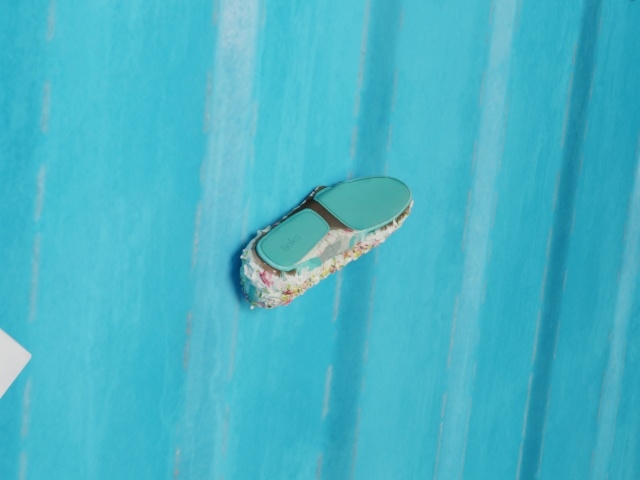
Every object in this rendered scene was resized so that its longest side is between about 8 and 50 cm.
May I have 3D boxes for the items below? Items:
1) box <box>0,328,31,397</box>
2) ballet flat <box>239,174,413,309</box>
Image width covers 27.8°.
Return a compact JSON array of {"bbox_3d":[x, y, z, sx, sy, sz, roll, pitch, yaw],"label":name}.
[{"bbox_3d":[-0.360,0.084,0.837,0.232,0.058,0.322,-56,139,-15],"label":"box"},{"bbox_3d":[0.000,0.000,1.323,0.241,0.091,0.077,-27,152,-42],"label":"ballet flat"}]
